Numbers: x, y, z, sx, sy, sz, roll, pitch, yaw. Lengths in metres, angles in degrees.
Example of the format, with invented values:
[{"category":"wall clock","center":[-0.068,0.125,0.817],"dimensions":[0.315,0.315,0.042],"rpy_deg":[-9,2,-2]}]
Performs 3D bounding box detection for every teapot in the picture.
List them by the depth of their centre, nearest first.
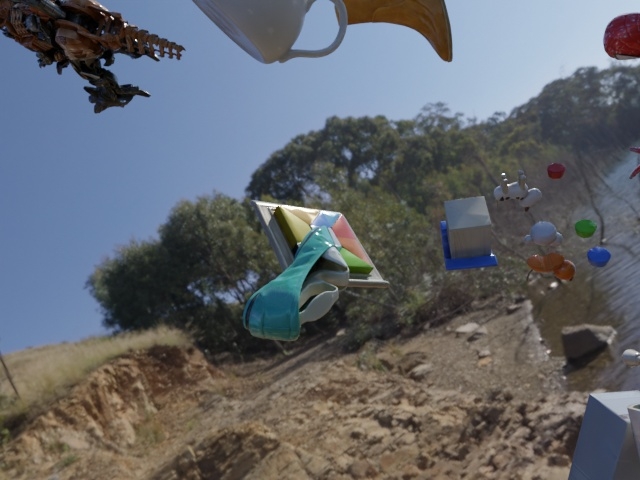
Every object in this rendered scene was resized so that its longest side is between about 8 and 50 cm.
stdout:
[{"category":"teapot","center":[-0.106,-0.436,0.840],"dimensions":[0.187,0.252,0.256],"rpy_deg":[-48,-28,3]}]

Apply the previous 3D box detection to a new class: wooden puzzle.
[{"category":"wooden puzzle","center":[0.000,0.000,0.954],"dimensions":[0.221,0.239,0.044],"rpy_deg":[5,-53,-37]}]

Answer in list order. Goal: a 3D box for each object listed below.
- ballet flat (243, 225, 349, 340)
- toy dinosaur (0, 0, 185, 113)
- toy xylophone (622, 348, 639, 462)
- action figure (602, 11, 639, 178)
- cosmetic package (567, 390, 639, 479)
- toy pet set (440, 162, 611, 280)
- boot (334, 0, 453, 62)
[{"category":"ballet flat","center":[-0.010,0.057,0.675],"dimensions":[0.247,0.087,0.083],"rpy_deg":[-49,-31,-56]},{"category":"toy dinosaur","center":[-0.384,-0.322,0.825],"dimensions":[0.164,0.322,0.218],"rpy_deg":[-56,-14,-4]},{"category":"toy xylophone","center":[0.549,0.281,0.725],"dimensions":[0.081,0.236,0.323],"rpy_deg":[-8,-3,2]},{"category":"action figure","center":[0.325,-0.097,0.320],"dimensions":[0.139,0.280,0.091],"rpy_deg":[66,-140,-64]},{"category":"cosmetic package","center":[0.570,0.416,0.958],"dimensions":[0.127,0.238,0.107],"rpy_deg":[3,12,-16]},{"category":"toy pet set","center":[0.164,0.002,0.431],"dimensions":[0.114,0.122,0.065],"rpy_deg":[-7,-48,12]},{"category":"boot","center":[0.140,-0.477,1.047],"dimensions":[0.211,0.295,0.104],"rpy_deg":[-18,-6,6]}]
